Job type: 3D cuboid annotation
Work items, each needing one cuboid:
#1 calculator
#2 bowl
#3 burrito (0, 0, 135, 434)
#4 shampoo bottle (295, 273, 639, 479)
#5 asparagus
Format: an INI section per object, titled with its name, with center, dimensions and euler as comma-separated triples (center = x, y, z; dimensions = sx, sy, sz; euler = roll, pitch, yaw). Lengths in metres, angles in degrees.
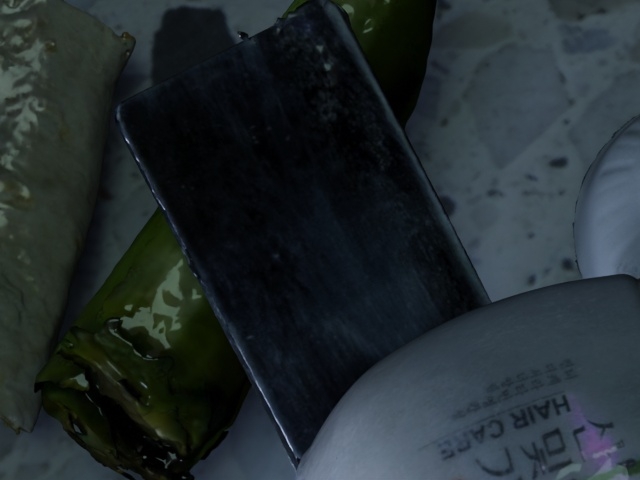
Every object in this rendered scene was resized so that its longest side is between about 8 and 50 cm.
[calculator]
center = 0.000, 0.000, 1.029
dimensions = 0.161, 0.021, 0.262
euler = -28, 94, -19
[bowl]
center = 0.238, -0.024, 1.032
dimensions = 0.189, 0.086, 0.189
euler = -5, 68, 13
[burrito]
center = -0.219, -0.026, 1.153
dimensions = 0.143, 0.105, 0.299
euler = 8, 70, 14
[shampoo bottle]
center = 0.145, 0.154, 0.880
dimensions = 0.266, 0.273, 0.273
euler = -24, 64, 11
[asparagus]
center = -0.034, -0.026, 1.091
dimensions = 0.108, 0.128, 0.382
euler = 18, 71, 47
